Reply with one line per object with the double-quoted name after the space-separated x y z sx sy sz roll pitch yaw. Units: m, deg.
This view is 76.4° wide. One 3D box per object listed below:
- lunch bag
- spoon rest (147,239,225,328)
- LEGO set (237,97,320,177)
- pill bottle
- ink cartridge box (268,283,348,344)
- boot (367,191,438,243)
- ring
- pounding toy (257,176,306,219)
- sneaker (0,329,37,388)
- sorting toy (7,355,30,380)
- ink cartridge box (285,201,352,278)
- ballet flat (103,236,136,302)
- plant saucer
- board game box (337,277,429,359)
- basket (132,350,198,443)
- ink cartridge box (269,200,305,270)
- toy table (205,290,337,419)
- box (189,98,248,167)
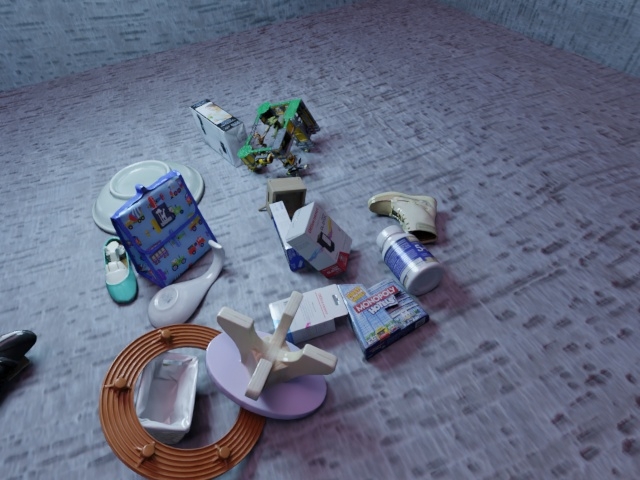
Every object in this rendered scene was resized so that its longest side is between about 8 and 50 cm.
-0.454 -0.047 1.157 0.138 0.293 0.221 23 53 28 "lunch bag"
-0.364 0.130 1.137 0.137 0.084 0.276 26 68 31 "spoon rest"
-0.142 -0.366 1.545 0.255 0.192 0.330 -8 56 27 "LEGO set"
0.232 0.046 1.095 0.112 0.111 0.186 -22 47 -13 "pill bottle"
-0.029 0.188 1.027 0.182 0.061 0.104 -16 46 -7 "ink cartridge box"
0.246 -0.066 1.231 0.214 0.077 0.165 4 48 8 "boot"
-0.265 0.313 0.839 0.337 0.032 0.336 21 38 -17 "ring"
-0.128 -0.133 1.326 0.130 0.141 0.100 -8 43 -20 "pounding toy"
-0.791 0.344 0.967 0.124 0.107 0.283 41 71 16 "sneaker"
-0.793 0.315 1.045 0.083 0.012 0.062 24 58 24 "sorting toy"
0.000 0.000 1.126 0.073 0.175 0.127 -25 35 36 "ink cartridge box"
-0.604 0.077 1.202 0.083 0.087 0.247 -22 47 -14 "ballet flat"
-0.629 -0.188 1.460 0.402 0.100 0.400 -4 46 4 "plant saucer"
0.137 0.167 1.027 0.194 0.060 0.194 -27 49 -18 "board game box"
-0.335 0.338 0.871 0.114 0.103 0.167 16 39 -22 "basket"
-0.101 -0.016 1.215 0.046 0.097 0.207 -17 46 -8 "ink cartridge box"
-0.100 0.243 0.851 0.275 0.160 0.252 16 42 -7 "toy table"
-0.394 -0.429 1.618 0.087 0.169 0.290 -34 52 -20 "box"
